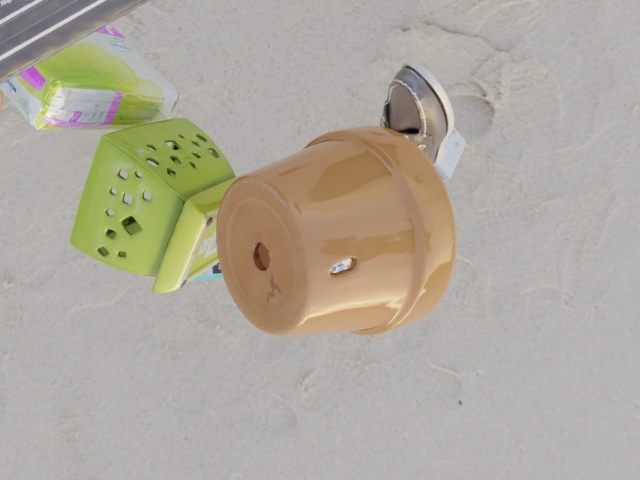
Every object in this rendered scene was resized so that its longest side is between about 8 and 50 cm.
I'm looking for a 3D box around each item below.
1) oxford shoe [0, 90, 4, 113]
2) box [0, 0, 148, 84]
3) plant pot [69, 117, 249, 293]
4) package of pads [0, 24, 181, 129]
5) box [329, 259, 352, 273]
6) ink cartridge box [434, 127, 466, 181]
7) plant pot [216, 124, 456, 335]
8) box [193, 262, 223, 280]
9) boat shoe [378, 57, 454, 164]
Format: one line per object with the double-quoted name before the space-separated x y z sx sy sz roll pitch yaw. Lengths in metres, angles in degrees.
"oxford shoe" -0.673 -0.374 1.076 0.140 0.146 0.397 15 137 -16
"box" -0.335 -0.309 0.465 0.296 0.182 0.294 -29 144 -1
"plant pot" -0.257 -0.057 0.963 0.207 0.227 0.228 34 119 9
"package of pads" -0.412 -0.292 0.952 0.229 0.296 0.101 45 116 12
"box" 0.003 0.047 1.098 0.159 0.044 0.233 -32 131 10
"ink cartridge box" 0.302 -0.255 1.443 0.145 0.179 0.045 45 136 -15
"plant pot" 0.000 0.000 0.727 0.203 0.291 0.290 -13 119 -40
"box" -0.348 0.065 1.649 0.244 0.060 0.100 -4 72 -16
"boat shoe" 0.152 -0.188 0.950 0.097 0.324 0.116 -39 74 -1
